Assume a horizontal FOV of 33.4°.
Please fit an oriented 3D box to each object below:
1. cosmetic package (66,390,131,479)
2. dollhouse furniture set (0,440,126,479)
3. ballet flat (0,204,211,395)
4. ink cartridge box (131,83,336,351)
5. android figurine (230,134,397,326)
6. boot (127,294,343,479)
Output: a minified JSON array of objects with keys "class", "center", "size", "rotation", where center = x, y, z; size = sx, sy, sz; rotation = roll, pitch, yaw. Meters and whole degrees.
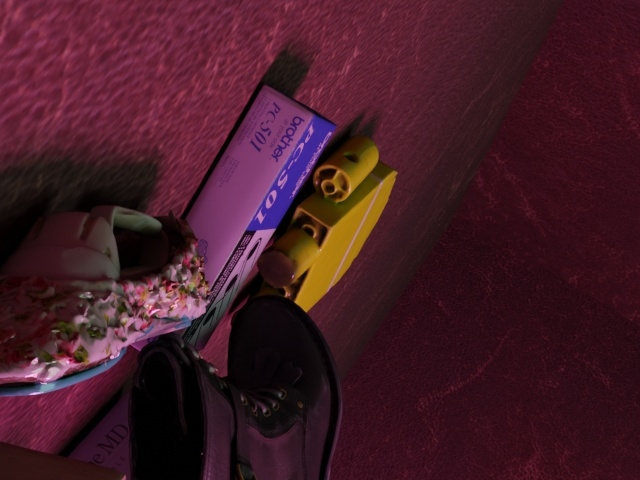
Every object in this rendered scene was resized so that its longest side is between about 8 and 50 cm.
[{"class":"cosmetic package","center":[-0.137,0.255,0.849],"size":[0.151,0.183,0.151],"rotation":[-49,169,-44]},{"class":"dollhouse furniture set","center":[-0.260,0.302,0.480],"size":[0.362,0.256,0.394],"rotation":[107,-4,-61]},{"class":"ballet flat","center":[-0.120,0.021,0.551],"size":[0.241,0.091,0.077],"rotation":[-25,116,-81]},{"class":"ink cartridge box","center":[-0.066,-0.011,0.783],"size":[0.207,0.046,0.097],"rotation":[-59,172,7]},{"class":"android figurine","center":[0.000,0.000,1.139],"size":[0.273,0.056,0.248],"rotation":[-46,165,-51]},{"class":"boot","center":[-0.057,0.116,0.726],"size":[0.229,0.091,0.263],"rotation":[56,24,-56]}]
